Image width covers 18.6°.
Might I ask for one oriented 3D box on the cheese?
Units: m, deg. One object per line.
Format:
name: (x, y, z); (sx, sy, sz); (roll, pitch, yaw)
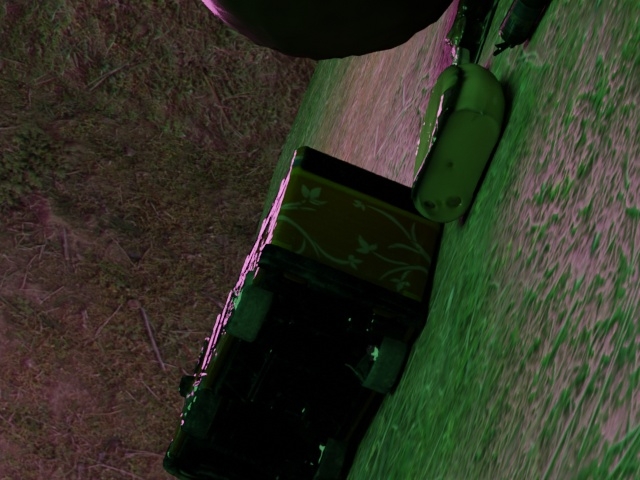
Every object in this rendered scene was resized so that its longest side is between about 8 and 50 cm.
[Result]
cheese: (0.116, -0.112, 1.676); (0.251, 0.054, 0.127); (-79, 9, -65)

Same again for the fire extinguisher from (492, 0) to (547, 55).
fire extinguisher: (0.165, -0.182, 1.584); (0.038, 0.025, 0.083); (-28, -23, -34)

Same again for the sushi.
sushi: (0.152, -0.246, 1.912); (0.139, 0.031, 0.201); (164, 125, -84)

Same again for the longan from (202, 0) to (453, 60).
longan: (0.014, -0.410, 2.020); (0.404, 0.404, 0.436); (-76, 3, -48)

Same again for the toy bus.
toy bus: (-0.018, 0.089, 1.766); (0.323, 0.162, 0.194); (117, 172, -46)
